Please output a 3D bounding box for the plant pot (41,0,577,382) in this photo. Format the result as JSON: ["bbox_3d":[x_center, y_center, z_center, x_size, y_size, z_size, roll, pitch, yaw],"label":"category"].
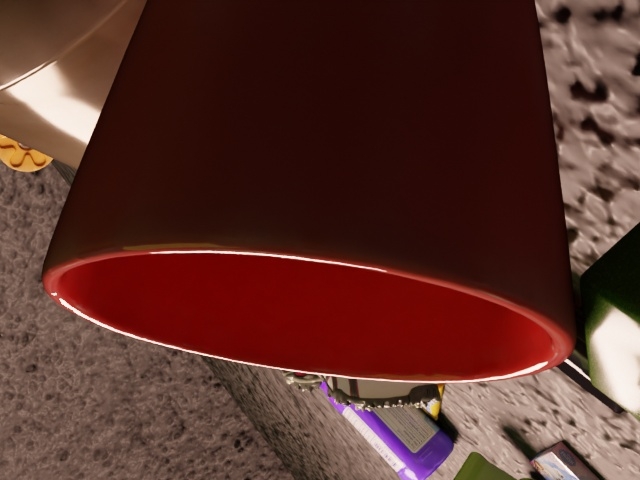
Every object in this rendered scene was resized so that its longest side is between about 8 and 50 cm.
[{"bbox_3d":[0.005,-0.066,0.518,0.275,0.243,0.275,6,163,2],"label":"plant pot"}]

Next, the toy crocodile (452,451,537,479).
[{"bbox_3d":[0.297,0.392,1.146,0.340,0.115,0.105,45,144,5],"label":"toy crocodile"}]

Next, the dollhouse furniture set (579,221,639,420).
[{"bbox_3d":[0.271,0.108,0.497,0.197,0.151,0.301,35,159,38],"label":"dollhouse furniture set"}]

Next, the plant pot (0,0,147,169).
[{"bbox_3d":[-0.170,-0.184,0.766,0.323,0.323,0.280,32,170,45],"label":"plant pot"}]

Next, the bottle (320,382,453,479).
[{"bbox_3d":[0.070,0.231,1.393,0.283,0.092,0.118,45,172,13],"label":"bottle"}]

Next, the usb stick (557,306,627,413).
[{"bbox_3d":[0.167,0.049,0.826,0.278,0.045,0.077,39,168,29],"label":"usb stick"}]

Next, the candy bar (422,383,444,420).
[{"bbox_3d":[0.148,0.205,1.274,0.040,0.018,0.161,42,163,21],"label":"candy bar"}]

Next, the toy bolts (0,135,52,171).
[{"bbox_3d":[-0.381,-0.156,1.510,0.228,0.218,0.158,46,175,-33],"label":"toy bolts"}]

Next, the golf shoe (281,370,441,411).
[{"bbox_3d":[0.045,0.153,1.242,0.273,0.105,0.120,9,95,49],"label":"golf shoe"}]

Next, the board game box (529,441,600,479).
[{"bbox_3d":[0.285,0.271,1.064,0.090,0.020,0.090,45,162,12],"label":"board game box"}]
